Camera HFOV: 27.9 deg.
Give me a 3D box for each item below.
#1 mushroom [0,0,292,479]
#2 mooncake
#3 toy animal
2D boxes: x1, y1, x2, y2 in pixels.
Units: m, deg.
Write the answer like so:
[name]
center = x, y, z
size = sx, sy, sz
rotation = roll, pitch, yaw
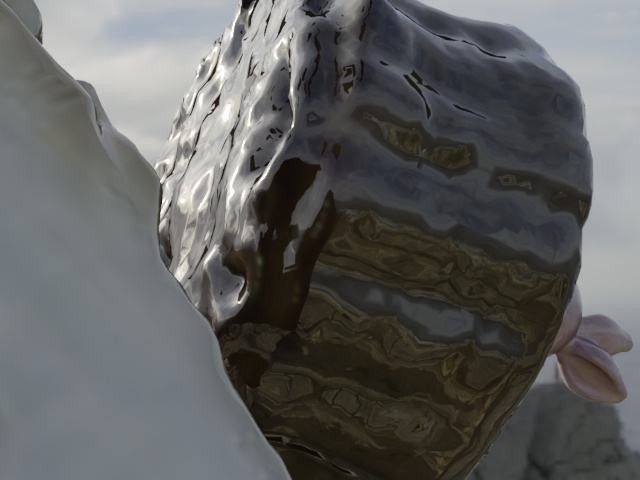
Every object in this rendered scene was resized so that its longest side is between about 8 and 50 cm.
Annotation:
[mushroom]
center = -0.105, 0.121, 0.401
size = 0.224, 0.397, 0.314
rotation = -39, -9, -40
[mooncake]
center = 0.001, 0.000, 0.766
size = 0.187, 0.324, 0.324
rotation = 20, -11, -20
[toy animal]
center = 0.174, 0.061, 1.098
size = 0.124, 0.212, 0.124
rotation = -31, 19, 12
